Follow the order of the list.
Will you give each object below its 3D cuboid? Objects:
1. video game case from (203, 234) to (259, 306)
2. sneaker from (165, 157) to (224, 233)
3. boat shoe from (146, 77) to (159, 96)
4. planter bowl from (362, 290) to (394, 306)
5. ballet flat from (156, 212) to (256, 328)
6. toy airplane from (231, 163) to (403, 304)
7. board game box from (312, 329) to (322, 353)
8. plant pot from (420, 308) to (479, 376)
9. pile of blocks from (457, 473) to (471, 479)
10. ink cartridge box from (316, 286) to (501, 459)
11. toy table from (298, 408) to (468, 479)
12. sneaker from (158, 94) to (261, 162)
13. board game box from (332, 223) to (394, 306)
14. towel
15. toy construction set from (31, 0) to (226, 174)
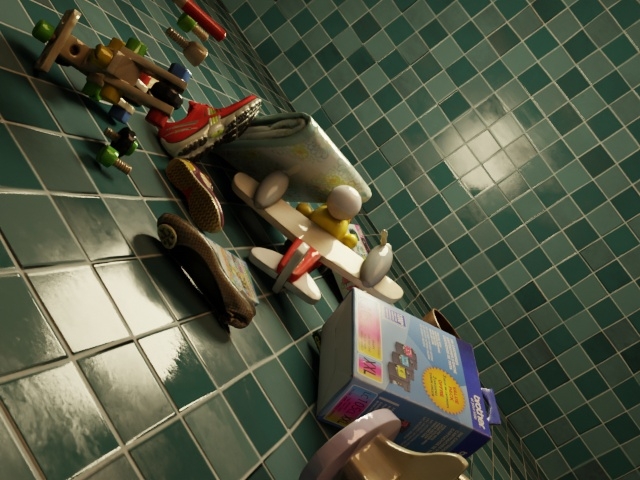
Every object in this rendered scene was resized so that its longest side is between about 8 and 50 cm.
[{"bbox_3d":[-0.193,0.057,1.190,0.166,0.015,0.119,39,20,-47],"label":"video game case"},{"bbox_3d":[-0.250,-0.097,1.254,0.186,0.069,0.084,58,19,10],"label":"sneaker"},{"bbox_3d":[-0.406,-0.341,1.343,0.059,0.063,0.170,56,23,-4],"label":"boat shoe"},{"bbox_3d":[0.111,0.245,1.519,0.217,0.090,0.217,16,64,-36],"label":"planter bowl"},{"bbox_3d":[-0.208,0.060,1.041,0.250,0.084,0.058,54,49,-13],"label":"ballet flat"},{"bbox_3d":[-0.005,-0.017,1.442,0.386,0.272,0.384,21,23,-39],"label":"toy airplane"},{"bbox_3d":[0.108,0.259,1.409,0.259,0.030,0.136,-6,65,-41],"label":"board game box"},{"bbox_3d":[0.280,0.341,1.629,0.215,0.230,0.215,49,15,-18],"label":"plant pot"},{"bbox_3d":[0.197,0.484,1.326,0.112,0.149,0.362,-11,53,-38],"label":"pile of blocks"},{"bbox_3d":[0.199,0.307,1.267,0.395,0.151,0.270,28,33,-16],"label":"ink cartridge box"},{"bbox_3d":[0.098,0.390,0.947,0.161,0.252,0.274,44,20,28],"label":"toy table"},{"bbox_3d":[-0.255,-0.289,1.377,0.279,0.107,0.118,-37,79,-34],"label":"sneaker"},{"bbox_3d":[0.116,0.104,1.830,0.304,0.097,0.224,68,16,7],"label":"board game box"},{"bbox_3d":[-0.087,-0.210,1.577,0.320,0.374,0.090,39,65,-46],"label":"towel"},{"bbox_3d":[-0.357,-0.336,1.042,0.237,0.309,0.257,37,13,-37],"label":"toy construction set"}]
